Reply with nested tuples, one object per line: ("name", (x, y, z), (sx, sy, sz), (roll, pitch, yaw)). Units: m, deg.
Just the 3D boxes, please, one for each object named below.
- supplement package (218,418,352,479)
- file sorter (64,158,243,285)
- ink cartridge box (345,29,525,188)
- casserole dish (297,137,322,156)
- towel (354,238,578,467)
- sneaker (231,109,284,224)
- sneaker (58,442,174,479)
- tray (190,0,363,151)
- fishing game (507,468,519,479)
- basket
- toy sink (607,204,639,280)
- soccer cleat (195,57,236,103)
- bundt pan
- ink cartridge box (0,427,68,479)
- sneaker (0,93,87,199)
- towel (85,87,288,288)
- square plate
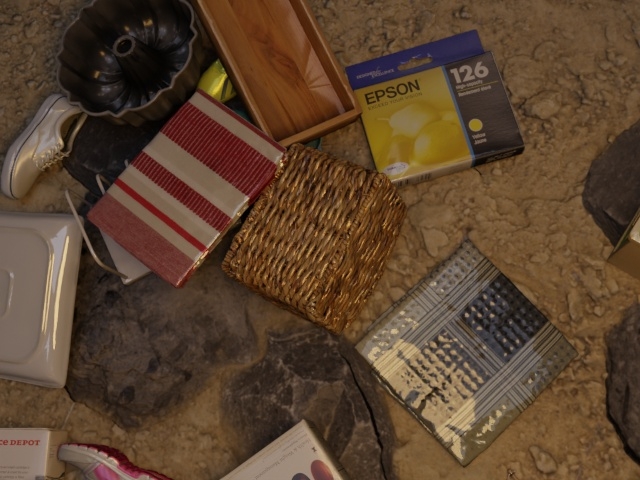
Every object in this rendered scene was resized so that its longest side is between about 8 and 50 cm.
("supplement package", (-0.043, 0.461, 1.276), (0.194, 0.149, 0.203), (-36, 74, -4))
("file sorter", (-0.332, -0.071, 1.435), (0.277, 0.173, 0.193), (-28, 75, -2))
("ink cartridge box", (0.231, -0.283, 1.486), (0.303, 0.072, 0.307), (-16, 76, 2))
("casserole dish", (-0.083, -0.210, 1.515), (0.188, 0.037, 0.114), (28, 80, 13))
("towel", (0.272, 0.211, 1.367), (0.324, 0.056, 0.312), (-41, 78, -8))
("sneaker", (-0.140, -0.132, 1.432), (0.108, 0.121, 0.302), (-25, 82, 13))
("sneaker", (-0.391, 0.461, 1.338), (0.252, 0.103, 0.111), (24, 77, 12))
("tray", (-0.101, -0.390, 1.435), (0.202, 0.076, 0.411), (-26, 87, -14))
("fishing game", (0.283, 0.540, 1.278), (0.264, 0.041, 0.189), (-36, 77, -4))
("basket", (0.000, 0.000, 1.371), (0.223, 0.213, 0.299), (22, 79, 30))
("toy sink", (0.634, -0.021, 1.287), (0.131, 0.234, 0.153), (32, 82, 13))
("soccer cleat", (-0.165, -0.406, 1.531), (0.289, 0.121, 0.093), (-43, 75, -6))
("bundt pan", (-0.392, -0.384, 1.533), (0.330, 0.124, 0.331), (-5, 70, 14))
("ink cartridge box", (-0.580, 0.470, 1.360), (0.160, 0.092, 0.219), (0, 75, 6))
("sneaker", (-0.592, -0.199, 1.536), (0.091, 0.094, 0.258), (21, 78, 15))
("towel", (-0.245, -0.101, 1.329), (0.237, 0.037, 0.329), (37, 80, 14))
("square plate", (-0.658, 0.107, 1.444), (0.344, 0.049, 0.347), (5, 86, 13))
